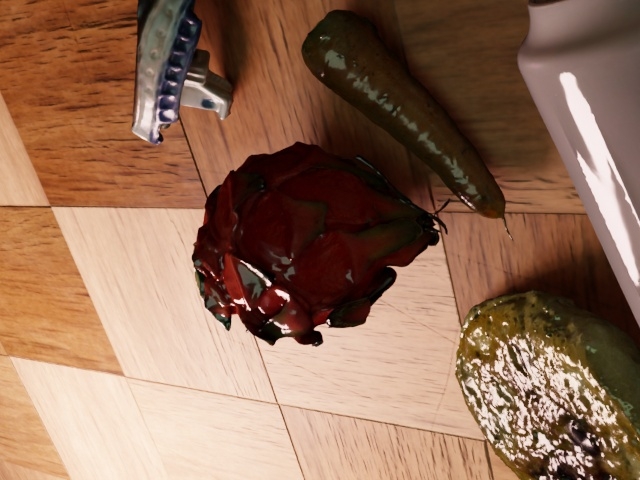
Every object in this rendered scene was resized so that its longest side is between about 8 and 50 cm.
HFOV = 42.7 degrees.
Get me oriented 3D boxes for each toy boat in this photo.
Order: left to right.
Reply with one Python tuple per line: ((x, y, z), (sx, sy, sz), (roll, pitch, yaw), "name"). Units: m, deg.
((-0.148, -0.214, 0.914), (0.115, 0.114, 0.262), (3, 130, -13), "toy boat")

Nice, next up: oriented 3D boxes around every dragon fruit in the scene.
((0.000, 0.000, 0.901), (0.292, 0.234, 0.234), (-10, 120, -1), "dragon fruit")

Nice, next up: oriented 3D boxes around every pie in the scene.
((0.254, 0.192, 0.846), (0.323, 0.070, 0.323), (48, 152, 36), "pie")

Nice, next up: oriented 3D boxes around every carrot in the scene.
((0.101, -0.112, 0.831), (0.298, 0.078, 0.078), (45, 135, -4), "carrot")

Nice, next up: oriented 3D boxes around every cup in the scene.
((0.342, -0.086, 0.586), (0.322, 0.237, 0.327), (-25, 105, 12), "cup")
